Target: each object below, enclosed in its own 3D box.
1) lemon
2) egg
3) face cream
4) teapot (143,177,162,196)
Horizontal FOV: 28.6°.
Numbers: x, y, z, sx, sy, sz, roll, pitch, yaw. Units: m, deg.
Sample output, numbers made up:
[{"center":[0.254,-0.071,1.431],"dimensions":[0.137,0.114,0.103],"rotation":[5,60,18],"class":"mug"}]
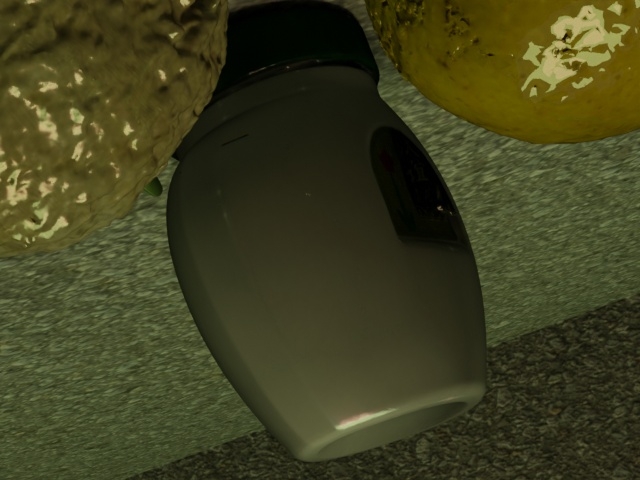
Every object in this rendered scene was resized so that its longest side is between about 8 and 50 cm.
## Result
[{"center":[0.170,-0.194,0.855],"dimensions":[0.310,0.258,0.258],"rotation":[-7,160,-37],"class":"lemon"},{"center":[-0.205,-0.117,0.765],"dimensions":[0.310,0.279,0.279],"rotation":[-38,168,-17],"class":"egg"},{"center":[0.000,0.000,1.104],"dimensions":[0.219,0.357,0.312],"rotation":[-31,161,30],"class":"face cream"},{"center":[-0.205,-0.084,1.130],"dimensions":[0.124,0.092,0.091],"rotation":[-9,145,21],"class":"teapot"}]
